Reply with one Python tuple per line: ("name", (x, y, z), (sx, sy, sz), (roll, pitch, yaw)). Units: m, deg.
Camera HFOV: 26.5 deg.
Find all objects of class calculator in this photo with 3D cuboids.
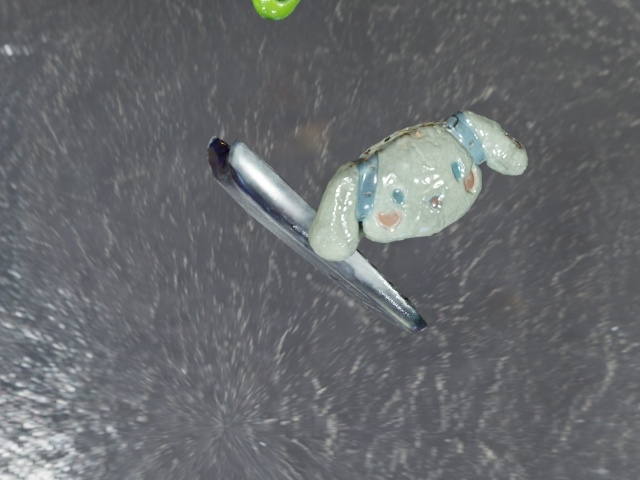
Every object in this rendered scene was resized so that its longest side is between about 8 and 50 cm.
("calculator", (0.000, 0.000, 1.284), (0.268, 0.177, 0.040), (40, 86, -14))

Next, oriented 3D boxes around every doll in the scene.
("doll", (0.083, -0.051, 1.191), (0.214, 0.071, 0.104), (-23, 118, -13))

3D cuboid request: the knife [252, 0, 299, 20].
("knife", (0.023, -0.206, 0.696), (0.054, 0.015, 0.212), (35, 86, -23))
